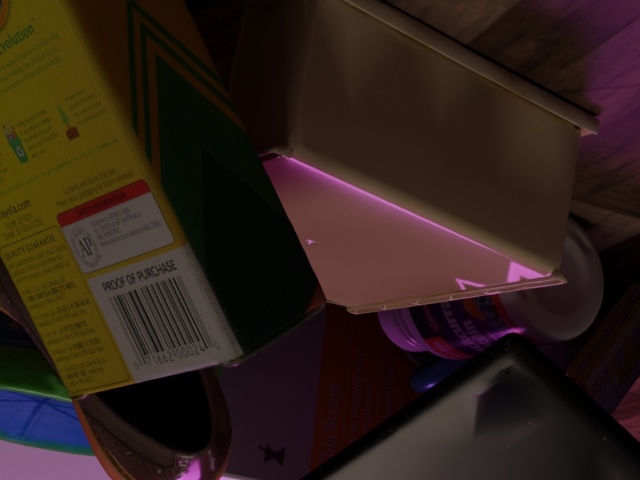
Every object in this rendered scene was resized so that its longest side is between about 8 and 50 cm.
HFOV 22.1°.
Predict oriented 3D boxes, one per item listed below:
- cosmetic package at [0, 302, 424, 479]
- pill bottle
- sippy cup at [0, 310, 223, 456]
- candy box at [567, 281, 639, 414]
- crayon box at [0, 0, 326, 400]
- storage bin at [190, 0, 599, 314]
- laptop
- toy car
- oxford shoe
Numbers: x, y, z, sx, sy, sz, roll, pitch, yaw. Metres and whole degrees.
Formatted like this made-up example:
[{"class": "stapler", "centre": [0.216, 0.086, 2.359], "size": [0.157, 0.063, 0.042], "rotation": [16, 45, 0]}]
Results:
[{"class": "cosmetic package", "centre": [-0.105, 0.152, 1.606], "size": [0.453, 0.230, 0.161], "rotation": [13, 150, -13]}, {"class": "pill bottle", "centre": [0.135, 0.043, 1.373], "size": [0.108, 0.108, 0.193], "rotation": [20, 159, -30]}, {"class": "sippy cup", "centre": [-0.212, 0.046, 1.366], "size": [0.240, 0.224, 0.305], "rotation": [7, 160, 9]}, {"class": "candy box", "centre": [0.276, 0.114, 1.539], "size": [0.027, 0.105, 0.206], "rotation": [37, 171, 21]}, {"class": "crayon box", "centre": [-0.145, -0.070, 0.991], "size": [0.081, 0.318, 0.202], "rotation": [-31, -171, -38]}, {"class": "storage bin", "centre": [0.002, -0.051, 1.131], "size": [0.262, 0.123, 0.260], "rotation": [22, 159, -36]}, {"class": "laptop", "centre": [0.137, 0.237, 1.493], "size": [0.382, 0.236, 0.408], "rotation": [-38, 119, 20]}, {"class": "toy car", "centre": [0.159, 0.116, 1.542], "size": [0.182, 0.136, 0.159], "rotation": [16, 162, -20]}, {"class": "oxford shoe", "centre": [-0.174, 0.019, 1.181], "size": [0.363, 0.130, 0.132], "rotation": [52, 161, 9]}]
